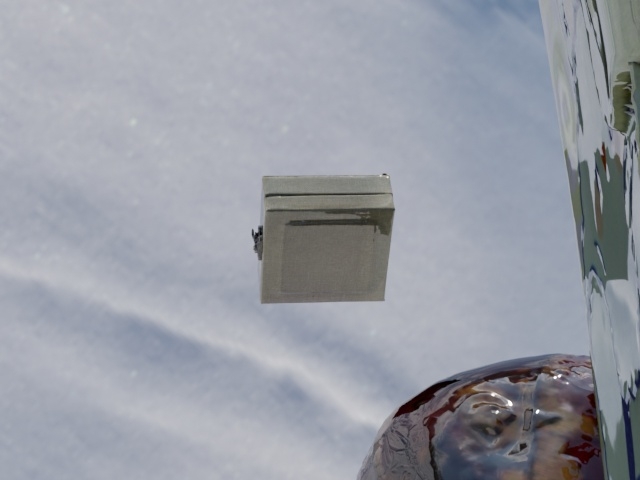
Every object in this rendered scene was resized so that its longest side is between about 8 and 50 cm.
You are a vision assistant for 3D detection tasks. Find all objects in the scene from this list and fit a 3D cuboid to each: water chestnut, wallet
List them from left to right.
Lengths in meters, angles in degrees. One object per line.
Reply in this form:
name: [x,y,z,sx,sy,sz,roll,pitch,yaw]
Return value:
water chestnut: [0.127,0.168,0.927,0.224,0.238,0.223,9,79,-61]
wallet: [0.092,-0.054,0.490,0.077,0.223,0.309,-6,75,2]

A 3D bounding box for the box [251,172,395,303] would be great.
box: [0.000,0.000,1.074,0.083,0.079,0.035,0,42,-6]
